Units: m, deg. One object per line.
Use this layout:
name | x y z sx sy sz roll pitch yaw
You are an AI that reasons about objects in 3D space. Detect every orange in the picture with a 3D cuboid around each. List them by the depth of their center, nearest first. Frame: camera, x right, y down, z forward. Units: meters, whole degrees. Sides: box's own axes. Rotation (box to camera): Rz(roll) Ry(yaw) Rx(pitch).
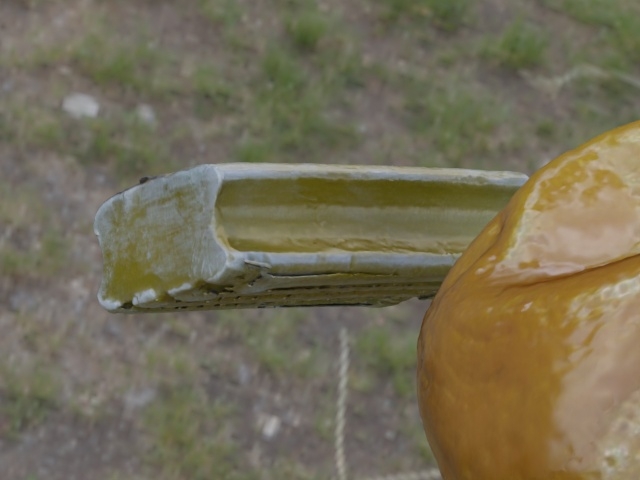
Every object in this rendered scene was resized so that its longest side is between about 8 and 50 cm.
orange | 0.164 0.065 0.645 0.249 0.183 0.249 36 35 -30

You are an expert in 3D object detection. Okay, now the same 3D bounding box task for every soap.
soap | 0.000 0.000 1.290 0.274 0.173 0.089 0 79 -38
